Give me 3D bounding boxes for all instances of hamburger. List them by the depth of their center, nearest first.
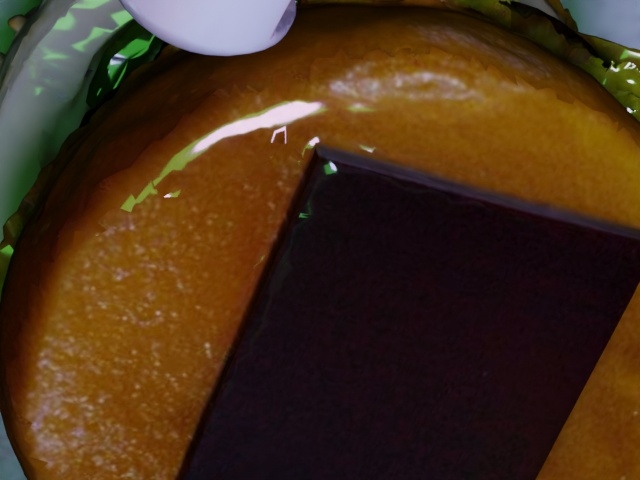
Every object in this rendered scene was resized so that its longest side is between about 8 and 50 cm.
[{"bbox_3d":[0.000,0.000,0.664,0.291,0.225,0.291,-5,121,-8],"label":"hamburger"}]

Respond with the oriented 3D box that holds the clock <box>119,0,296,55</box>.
[{"bbox_3d":[-0.140,-0.224,0.489,0.326,0.342,0.184,14,125,-14],"label":"clock"}]
